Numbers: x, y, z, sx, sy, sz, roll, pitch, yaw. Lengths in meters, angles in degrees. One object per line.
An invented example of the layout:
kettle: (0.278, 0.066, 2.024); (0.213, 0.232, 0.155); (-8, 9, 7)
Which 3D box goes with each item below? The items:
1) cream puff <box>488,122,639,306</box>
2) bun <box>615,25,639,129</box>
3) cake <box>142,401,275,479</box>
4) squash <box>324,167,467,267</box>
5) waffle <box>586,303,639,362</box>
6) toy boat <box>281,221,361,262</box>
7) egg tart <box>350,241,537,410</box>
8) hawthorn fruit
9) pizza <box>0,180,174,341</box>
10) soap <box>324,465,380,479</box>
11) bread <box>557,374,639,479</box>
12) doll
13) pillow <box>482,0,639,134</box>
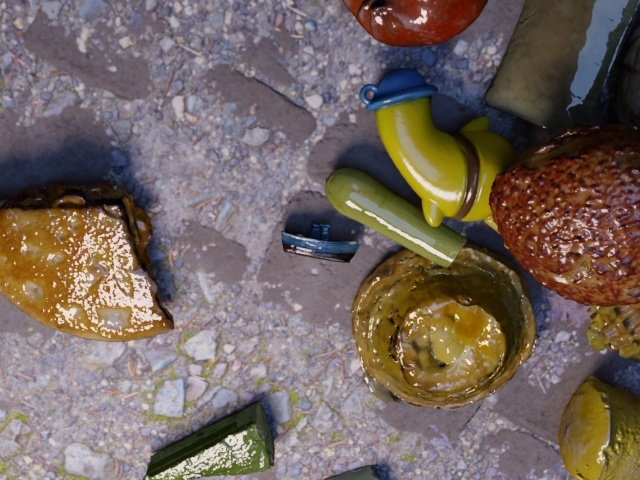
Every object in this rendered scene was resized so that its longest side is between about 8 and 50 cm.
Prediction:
cream puff: (0.418, -0.019, 1.376); (0.350, 0.350, 0.229); (10, 73, -7)
bun: (0.573, -0.233, 1.471); (0.281, 0.205, 0.282); (-21, 123, -35)
cake: (-0.204, 0.362, 1.680); (0.235, 0.100, 0.099); (-8, 107, -1)
squash: (0.118, -0.039, 1.557); (0.250, 0.083, 0.083); (31, 105, 0)
waffle: (0.591, 0.090, 1.603); (0.281, 0.058, 0.301); (14, 124, -35)
toy boat: (0.000, 0.000, 1.594); (0.137, 0.060, 0.061); (11, 83, -1)
egg tart: (0.219, 0.163, 1.626); (0.341, 0.129, 0.341); (-1, 110, -4)
hawthorn fruit: (0.164, -0.420, 1.396); (0.271, 0.242, 0.242); (-35, 110, -24)
pizza: (-0.405, 0.021, 1.548); (0.408, 0.114, 0.278); (25, 106, -12)
soap: (0.082, 0.532, 1.772); (0.114, 0.063, 0.198); (-17, 109, 1)
bread: (0.512, 0.343, 1.667); (0.170, 0.197, 0.197); (11, 108, -11)
doll: (0.204, -0.129, 1.514); (0.363, 0.145, 0.199); (38, 78, -11)
pillow: (0.389, -0.321, 1.472); (0.185, 0.075, 0.302); (28, 108, 25)
